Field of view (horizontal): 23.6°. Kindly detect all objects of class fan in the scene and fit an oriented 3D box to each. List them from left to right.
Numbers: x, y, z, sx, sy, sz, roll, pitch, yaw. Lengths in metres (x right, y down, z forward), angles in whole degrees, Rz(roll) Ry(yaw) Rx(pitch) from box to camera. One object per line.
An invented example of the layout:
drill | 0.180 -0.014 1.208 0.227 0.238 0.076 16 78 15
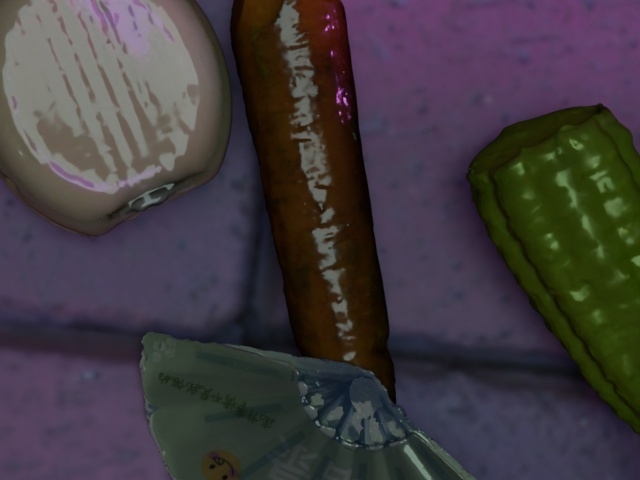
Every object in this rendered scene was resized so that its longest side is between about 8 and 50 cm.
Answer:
fan | 0.001 0.125 0.818 0.240 0.009 0.131 27 110 7

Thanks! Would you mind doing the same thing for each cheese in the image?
cheese | -0.132 -0.119 0.814 0.137 0.064 0.227 -22 92 -11

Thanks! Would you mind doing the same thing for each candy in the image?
candy | 0.161 0.027 0.834 0.097 0.097 0.209 -31 97 -7

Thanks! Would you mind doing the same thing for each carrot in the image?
carrot | 0.000 0.000 0.831 0.066 0.066 0.314 -9 92 -7
